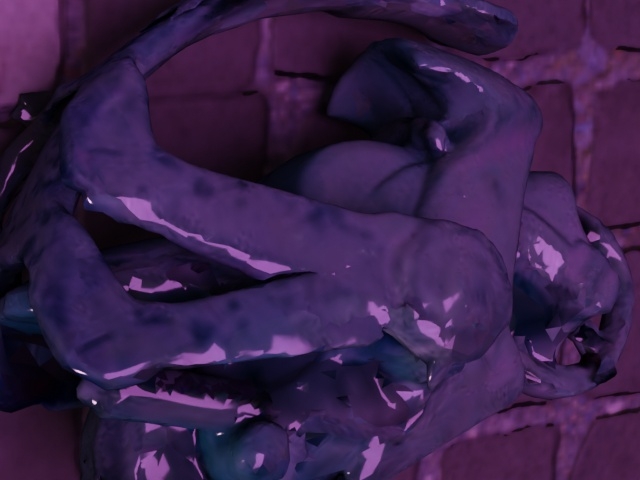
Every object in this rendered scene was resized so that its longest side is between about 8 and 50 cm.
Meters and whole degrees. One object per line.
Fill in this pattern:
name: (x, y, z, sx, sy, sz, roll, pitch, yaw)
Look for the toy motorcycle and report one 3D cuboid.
toy motorcycle: (0.000, 0.000, 0.564, 0.260, 0.154, 0.206, -25, 91, -33)
